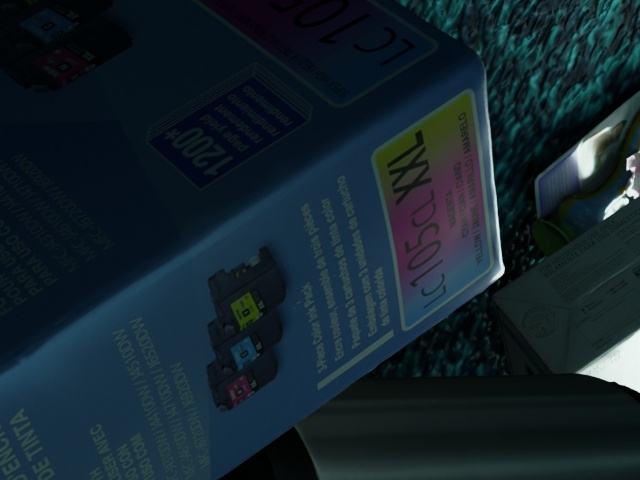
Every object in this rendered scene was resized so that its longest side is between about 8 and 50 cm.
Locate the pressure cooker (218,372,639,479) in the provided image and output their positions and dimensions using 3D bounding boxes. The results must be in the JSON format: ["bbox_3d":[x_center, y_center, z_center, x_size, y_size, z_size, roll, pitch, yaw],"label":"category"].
[{"bbox_3d":[0.017,0.257,1.055,0.420,0.370,0.375,0,120,-23],"label":"pressure cooker"}]

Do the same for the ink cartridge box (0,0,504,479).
[{"bbox_3d":[-0.150,0.009,0.787,0.395,0.270,0.151,-35,138,-19],"label":"ink cartridge box"}]

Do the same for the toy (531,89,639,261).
[{"bbox_3d":[0.262,-0.057,1.310,0.237,0.056,0.137,-35,141,-18],"label":"toy"}]

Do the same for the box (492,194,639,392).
[{"bbox_3d":[0.236,0.096,1.336,0.169,0.087,0.290,-34,148,-7],"label":"box"}]
